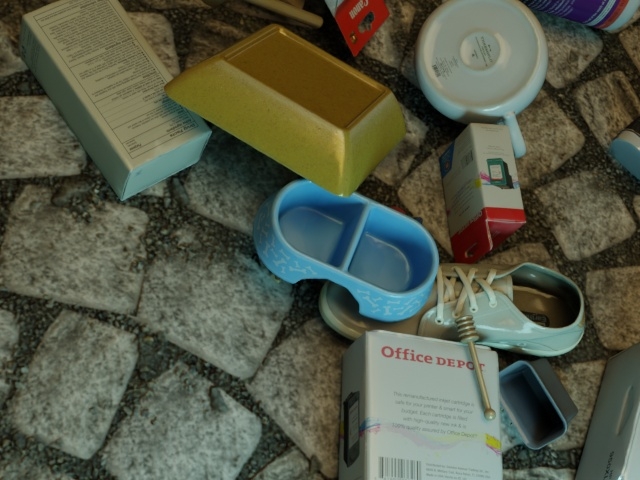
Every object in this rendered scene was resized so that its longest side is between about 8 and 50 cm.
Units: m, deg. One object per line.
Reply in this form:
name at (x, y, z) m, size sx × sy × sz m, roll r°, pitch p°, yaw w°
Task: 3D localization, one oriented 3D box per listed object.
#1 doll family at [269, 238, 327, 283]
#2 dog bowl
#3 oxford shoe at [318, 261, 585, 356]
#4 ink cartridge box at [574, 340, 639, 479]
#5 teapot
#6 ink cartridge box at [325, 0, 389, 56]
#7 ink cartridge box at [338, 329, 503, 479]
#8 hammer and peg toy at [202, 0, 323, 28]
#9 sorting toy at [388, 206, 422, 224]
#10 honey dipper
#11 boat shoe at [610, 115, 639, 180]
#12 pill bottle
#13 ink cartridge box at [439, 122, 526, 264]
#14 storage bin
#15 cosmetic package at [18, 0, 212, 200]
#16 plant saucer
doll family at (0.000, 0.000, 1.747) m, size 0.076 × 0.111 × 0.193 m, roll 35°, pitch 59°, yaw -2°
dog bowl at (0.045, 0.006, 1.658) m, size 0.297 × 0.074 × 0.166 m, roll 24°, pitch 64°, yaw -4°
oxford shoe at (0.222, 0.095, 1.755) m, size 0.449 × 0.130 × 0.169 m, roll 6°, pitch 57°, yaw -9°
ink cartridge box at (0.637, 0.370, 1.774) m, size 0.394 × 0.166 × 0.286 m, roll 28°, pitch 60°, yaw -7°
teapot at (0.291, -0.310, 1.962) m, size 0.252 × 0.187 × 0.256 m, roll 21°, pitch 87°, yaw 12°
ink cartridge box at (0.060, -0.472, 1.931) m, size 0.232 × 0.066 × 0.189 m, roll 56°, pitch 40°, yaw -19°
ink cartridge box at (0.149, 0.310, 1.647) m, size 0.226 × 0.131 × 0.306 m, roll 11°, pitch 61°, yaw -16°
hammer and peg toy at (-0.113, -0.511, 1.898) m, size 0.266 × 0.127 × 0.362 m, roll 30°, pitch 57°, yaw -33°
sorting toy at (0.147, -0.018, 1.849) m, size 0.102 × 0.061 × 0.042 m, roll 54°, pitch 26°, yaw 1°
honey dipper at (0.237, 0.192, 1.647) m, size 0.030 × 0.030 × 0.161 m, roll -7°, pitch 70°, yaw -22°
boat shoe at (0.686, -0.110, 2.044) m, size 0.105 × 0.113 × 0.306 m, roll -41°, pitch 75°, yaw -15°
pill bottle at (0.457, -0.530, 2.114) m, size 0.322 × 0.181 × 0.182 m, roll 13°, pitch 63°, yaw -14°
ink cartridge box at (0.276, -0.067, 1.864) m, size 0.078 × 0.134 × 0.231 m, roll 3°, pitch 66°, yaw -19°
storage bin at (0.350, 0.259, 1.775) m, size 0.091 × 0.098 × 0.135 m, roll -12°, pitch 68°, yaw -54°
cosmetic package at (-0.330, -0.238, 1.739) m, size 0.160 × 0.113 × 0.309 m, roll -30°, pitch 80°, yaw -28°
plant saucer at (-0.033, -0.234, 1.753) m, size 0.332 × 0.081 × 0.333 m, roll 31°, pitch 32°, yaw 7°
